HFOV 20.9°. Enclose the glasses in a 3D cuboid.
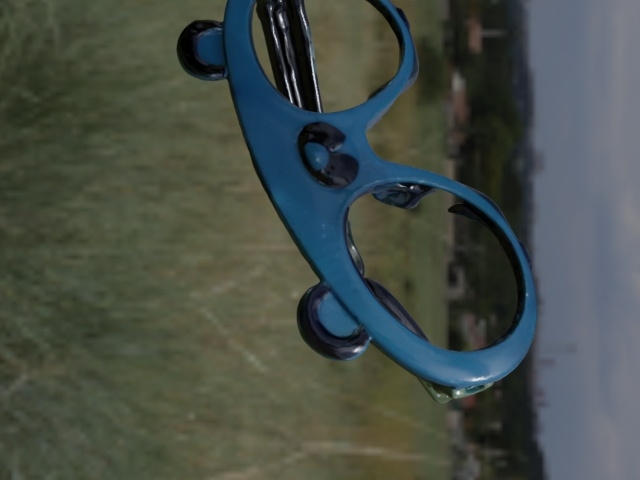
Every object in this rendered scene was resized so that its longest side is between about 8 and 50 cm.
[{"bbox_3d":[0.033,-0.017,0.853,0.239,0.102,0.207,64,7,21],"label":"glasses"}]
